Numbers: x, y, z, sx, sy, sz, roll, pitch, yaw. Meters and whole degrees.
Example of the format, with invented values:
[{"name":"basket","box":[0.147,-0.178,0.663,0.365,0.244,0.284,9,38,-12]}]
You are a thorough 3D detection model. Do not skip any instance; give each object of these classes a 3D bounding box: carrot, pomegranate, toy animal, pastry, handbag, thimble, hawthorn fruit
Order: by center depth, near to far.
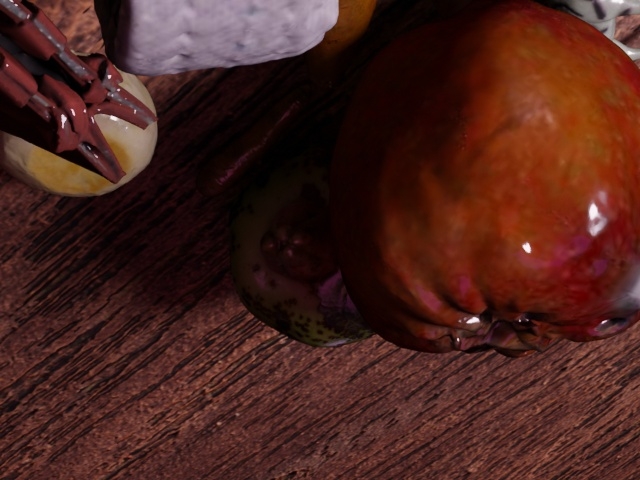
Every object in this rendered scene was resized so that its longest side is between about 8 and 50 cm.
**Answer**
[{"name":"handbag","box":[-0.275,-0.162,0.911,0.084,0.275,0.260,-56,142,-10]},{"name":"thimble","box":[-0.083,-0.235,0.917,0.157,0.245,0.217,-6,119,-16]},{"name":"hawthorn fruit","box":[0.158,-0.052,1.119,0.308,0.325,0.308,14,143,11]},{"name":"pastry","box":[-0.224,-0.099,1.156,0.156,0.092,0.156,-6,144,-4]},{"name":"toy animal","box":[0.271,-0.223,1.212,0.170,0.090,0.255,-11,138,22]},{"name":"pomegranate","box":[0.000,0.000,1.267,0.214,0.214,0.248,-29,168,13]},{"name":"carrot","box":[-0.064,-0.098,1.273,0.165,0.035,0.036,-40,139,22]}]

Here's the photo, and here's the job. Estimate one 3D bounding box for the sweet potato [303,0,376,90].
[{"name":"sweet potato","box":[0.025,-0.269,1.032,0.112,0.112,0.359,-14,145,-6]}]
